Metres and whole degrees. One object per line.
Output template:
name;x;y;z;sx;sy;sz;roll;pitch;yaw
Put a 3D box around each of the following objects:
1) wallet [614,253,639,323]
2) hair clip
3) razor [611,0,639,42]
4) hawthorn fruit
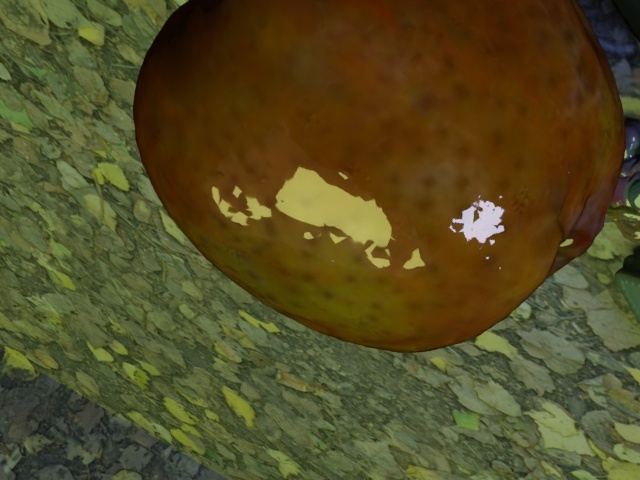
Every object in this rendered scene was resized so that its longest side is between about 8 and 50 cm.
wallet;0.509;0.115;1.607;0.360;0.083;0.252;13;145;53
hair clip;0.384;-0.053;1.500;0.278;0.090;0.137;22;116;18
razor;0.339;-0.233;1.237;0.327;0.107;0.189;46;150;-20
hawthorn fruit;0.067;-0.111;1.369;0.471;0.472;0.472;27;152;16
